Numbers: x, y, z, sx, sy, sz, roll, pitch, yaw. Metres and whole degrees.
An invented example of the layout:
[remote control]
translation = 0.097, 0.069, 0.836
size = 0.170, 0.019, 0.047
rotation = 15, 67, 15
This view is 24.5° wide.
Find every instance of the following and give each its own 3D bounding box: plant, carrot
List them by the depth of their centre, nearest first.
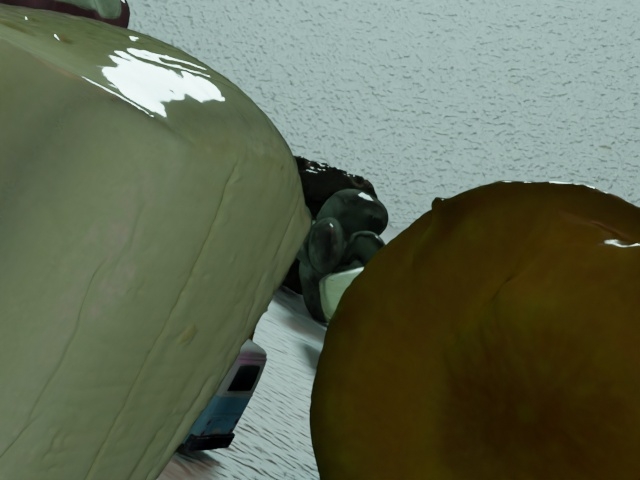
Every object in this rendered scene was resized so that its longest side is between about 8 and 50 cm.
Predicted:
[carrot]
translation = 0.122, 0.096, 0.820
size = 0.241, 0.241, 0.340
rotation = 31, 3, 13
[plant]
translation = -0.002, -0.001, 1.523
size = 0.146, 0.149, 0.274
rotation = 10, 12, -25

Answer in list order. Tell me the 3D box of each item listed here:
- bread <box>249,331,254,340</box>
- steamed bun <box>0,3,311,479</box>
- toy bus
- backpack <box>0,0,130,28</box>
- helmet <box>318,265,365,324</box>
[bread]
translation = -0.075, 0.013, 1.057
size = 0.054, 0.136, 0.154
rotation = 6, 14, -30
[steamed bun]
translation = -0.119, 0.003, 0.585
size = 0.155, 0.200, 0.250
rotation = 31, 3, 16
[toy bus]
translation = -0.095, 0.060, 0.838
size = 0.123, 0.075, 0.060
rotation = 33, 6, 20
[backpack]
translation = -0.381, -0.240, 1.418
size = 0.317, 0.197, 0.283
rotation = 27, 6, 21
[helmet]
translation = 0.110, 0.096, 1.286
size = 0.204, 0.137, 0.257
rotation = -12, 9, -14
